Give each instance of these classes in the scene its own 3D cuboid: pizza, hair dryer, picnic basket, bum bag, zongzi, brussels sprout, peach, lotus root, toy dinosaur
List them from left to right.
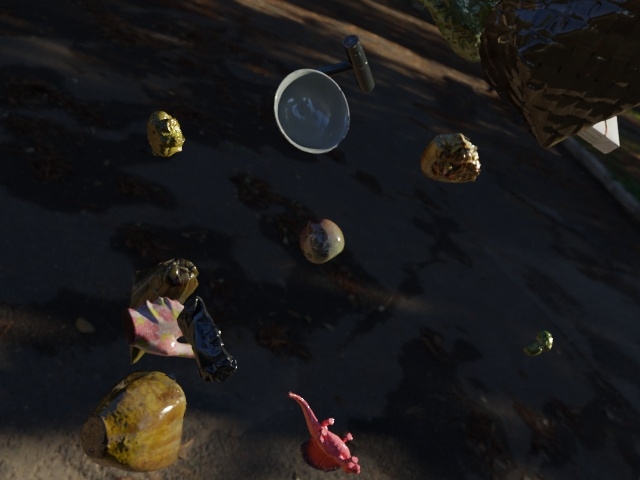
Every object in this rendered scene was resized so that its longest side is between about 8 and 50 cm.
[{"bbox_3d":[-0.389,0.359,1.295,0.199,0.188,0.180,3,0,30],"label":"lotus root"},{"bbox_3d":[-0.466,0.204,1.898,0.134,0.286,0.289,22,65,-29],"label":"zongzi"},{"bbox_3d":[-0.252,0.216,1.418,0.049,0.087,0.198,4,53,-61],"label":"bum bag"},{"bbox_3d":[-0.016,0.513,1.701,0.286,0.139,0.070,44,31,-5],"label":"toy dinosaur"},{"bbox_3d":[0.001,0.001,1.189,0.083,0.083,0.083,20,23,-9],"label":"peach"},{"bbox_3d":[0.034,-0.435,1.750,0.173,0.194,0.050,57,14,-53],"label":"hair dryer"},{"bbox_3d":[0.273,-0.159,1.375,0.246,0.127,0.058,38,30,-69],"label":"pizza"},{"bbox_3d":[0.570,0.273,1.726,0.051,0.083,0.046,25,-29,54],"label":"brussels sprout"},{"bbox_3d":[0.413,-0.369,1.086,0.337,0.337,0.293,47,-4,44],"label":"picnic basket"}]

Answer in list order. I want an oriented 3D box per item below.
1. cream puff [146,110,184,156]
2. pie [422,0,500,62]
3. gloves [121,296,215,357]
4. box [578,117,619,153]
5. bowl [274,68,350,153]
[{"bbox_3d":[-0.296,-0.204,1.265,0.083,0.083,0.058,44,42,22],"label":"cream puff"},{"bbox_3d":[0.287,-0.598,1.348,0.180,0.418,0.395,-3,39,50],"label":"pie"},{"bbox_3d":[-0.354,0.210,1.620,0.241,0.126,0.145,-2,23,-35],"label":"gloves"},{"bbox_3d":[0.531,-0.246,1.320,0.154,0.040,0.084,26,54,-25],"label":"box"},{"bbox_3d":[-0.035,-0.279,1.487,0.188,0.189,0.086,12,-10,-26],"label":"bowl"}]
